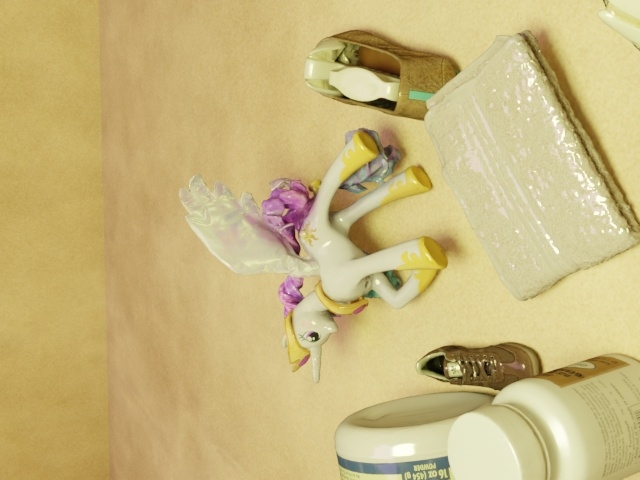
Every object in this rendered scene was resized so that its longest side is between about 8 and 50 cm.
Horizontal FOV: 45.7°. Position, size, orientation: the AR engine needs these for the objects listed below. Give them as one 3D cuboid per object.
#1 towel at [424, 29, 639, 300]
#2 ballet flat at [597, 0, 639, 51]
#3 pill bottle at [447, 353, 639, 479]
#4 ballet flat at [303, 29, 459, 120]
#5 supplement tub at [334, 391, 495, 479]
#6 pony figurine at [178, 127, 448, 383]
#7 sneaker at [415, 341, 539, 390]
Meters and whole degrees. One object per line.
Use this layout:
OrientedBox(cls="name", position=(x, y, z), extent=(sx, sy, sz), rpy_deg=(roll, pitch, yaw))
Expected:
OrientedBox(cls="towel", position=(0.235, -0.084, 0.892), extent=(0.187, 0.049, 0.282), rpy_deg=(-39, 74, 51))
OrientedBox(cls="ballet flat", position=(0.281, -0.280, 0.685), extent=(0.483, 0.182, 0.164), rpy_deg=(63, 143, 26))
OrientedBox(cls="pill bottle", position=(0.252, 0.205, 0.802), extent=(0.131, 0.229, 0.131), rpy_deg=(19, 112, 55))
OrientedBox(cls="ballet flat", position=(0.053, -0.240, 1.108), extent=(0.342, 0.124, 0.116), rpy_deg=(34, 125, 50))
OrientedBox(cls="supplement tub", position=(0.156, 0.380, 0.993), extent=(0.235, 0.235, 0.325), rpy_deg=(-14, 85, 58))
OrientedBox(cls="pony figurine", position=(0.000, 0.000, 1.159), extent=(0.363, 0.302, 0.351), rpy_deg=(-42, 70, 36))
OrientedBox(cls="sneaker", position=(0.206, 0.175, 1.018), extent=(0.188, 0.071, 0.066), rpy_deg=(-14, 85, 58))
